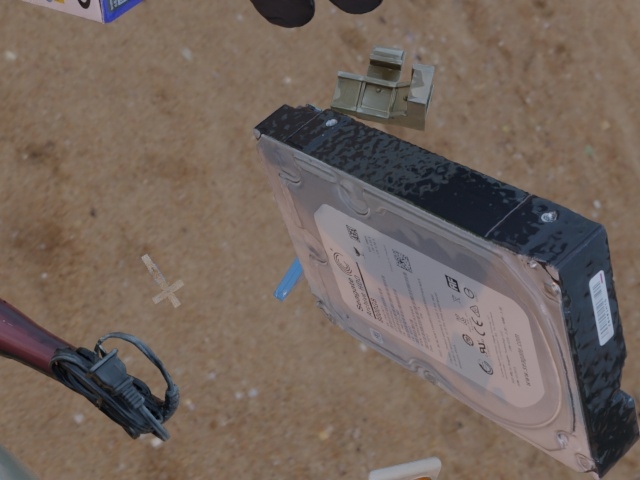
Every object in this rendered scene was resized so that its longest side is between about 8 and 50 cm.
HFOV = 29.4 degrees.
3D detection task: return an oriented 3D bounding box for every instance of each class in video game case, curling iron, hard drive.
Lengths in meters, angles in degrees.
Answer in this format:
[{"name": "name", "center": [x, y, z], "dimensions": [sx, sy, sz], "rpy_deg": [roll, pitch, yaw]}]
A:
[{"name": "video game case", "center": [0.000, 0.000, 1.371], "dimensions": [0.015, 0.119, 0.166], "rpy_deg": [33, 15, 3]}, {"name": "curling iron", "center": [-0.186, 0.033, 0.669], "dimensions": [0.274, 0.068, 0.035], "rpy_deg": [26, 57, 24]}, {"name": "hard drive", "center": [0.095, 0.032, 0.996], "dimensions": [0.064, 0.339, 0.237], "rpy_deg": [-38, 133, -22]}]

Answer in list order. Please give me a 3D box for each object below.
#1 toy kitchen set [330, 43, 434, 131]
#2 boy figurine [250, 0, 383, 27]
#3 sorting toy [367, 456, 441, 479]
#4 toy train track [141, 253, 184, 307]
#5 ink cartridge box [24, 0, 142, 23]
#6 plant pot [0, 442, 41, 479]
[{"name": "toy kitchen set", "center": [0.055, -0.142, 1.026], "dimensions": [0.083, 0.075, 0.068], "rpy_deg": [12, 78, 6]}, {"name": "boy figurine", "center": [0.033, -0.283, 0.900], "dimensions": [0.092, 0.177, 0.285], "rpy_deg": [54, 43, -41]}, {"name": "sorting toy", "center": [0.068, 0.180, 0.869], "dimensions": [0.083, 0.062, 0.012], "rpy_deg": [-8, 42, -21]}, {"name": "toy train track", "center": [-0.219, 0.055, 1.673], "dimensions": [0.048, 0.014, 0.083], "rpy_deg": [-34, 91, -6]}, {"name": "ink cartridge box", "center": [-0.326, -0.419, 1.406], "dimensions": [0.395, 0.270, 0.151], "rpy_deg": [20, 45, 28]}, {"name": "plant pot", "center": [-0.178, 0.236, 0.541], "dimensions": [0.191, 0.284, 0.284], "rpy_deg": [44, 41, -40]}]
